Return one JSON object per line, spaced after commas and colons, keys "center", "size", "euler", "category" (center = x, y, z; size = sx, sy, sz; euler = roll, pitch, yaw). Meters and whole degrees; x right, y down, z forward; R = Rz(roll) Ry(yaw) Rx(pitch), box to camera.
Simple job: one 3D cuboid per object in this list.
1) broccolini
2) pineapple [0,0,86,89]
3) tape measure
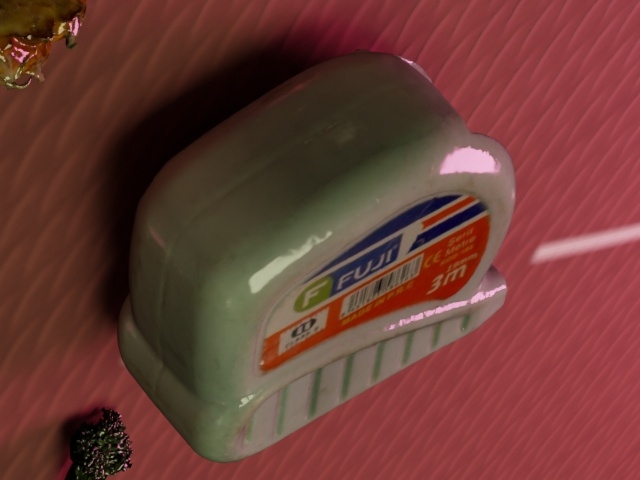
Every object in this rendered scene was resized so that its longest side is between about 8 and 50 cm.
{"center": [-0.176, 0.192, 1.218], "size": [0.044, 0.042, 0.218], "euler": [-8, 141, -41], "category": "broccolini"}
{"center": [-0.162, -0.101, 0.868], "size": [0.077, 0.114, 0.114], "euler": [34, 125, -19], "category": "pineapple"}
{"center": [0.000, 0.001, 1.080], "size": [0.243, 0.125, 0.246], "euler": [-29, 148, -28], "category": "tape measure"}
